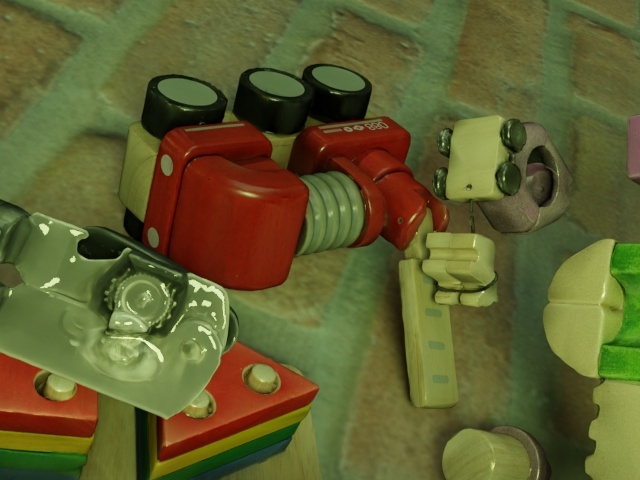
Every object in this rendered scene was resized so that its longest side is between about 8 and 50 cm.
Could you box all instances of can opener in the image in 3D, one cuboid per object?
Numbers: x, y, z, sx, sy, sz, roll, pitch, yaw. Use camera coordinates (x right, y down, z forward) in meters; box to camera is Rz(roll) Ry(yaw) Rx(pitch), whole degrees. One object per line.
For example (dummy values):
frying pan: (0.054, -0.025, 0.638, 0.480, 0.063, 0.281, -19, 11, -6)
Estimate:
can opener: (-0.179, 0.008, 0.564, 0.284, 0.076, 0.095, 23, 3, -2)

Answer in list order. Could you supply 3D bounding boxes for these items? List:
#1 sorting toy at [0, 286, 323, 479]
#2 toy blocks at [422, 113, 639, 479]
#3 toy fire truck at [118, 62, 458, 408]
sorting toy: (-0.104, 0.133, 0.568, 0.256, 0.089, 0.257, 10, 39, -19)
toy blocks: (0.262, 0.069, 0.721, 0.260, 0.309, 0.288, 18, 76, -44)
toy fire truck: (0.000, 0.000, 0.769, 0.217, 0.158, 0.246, -11, 39, -39)
